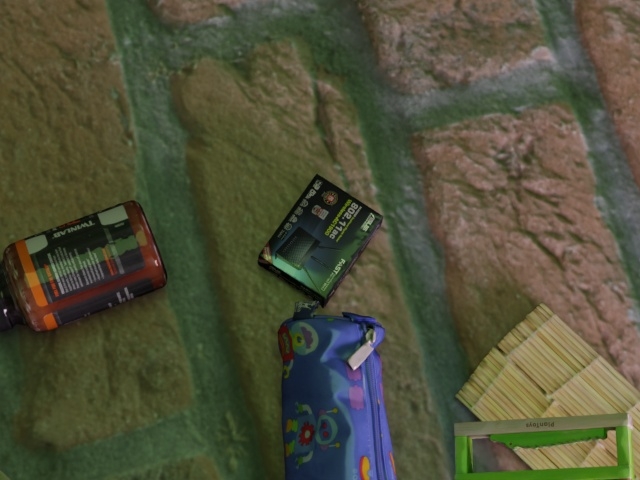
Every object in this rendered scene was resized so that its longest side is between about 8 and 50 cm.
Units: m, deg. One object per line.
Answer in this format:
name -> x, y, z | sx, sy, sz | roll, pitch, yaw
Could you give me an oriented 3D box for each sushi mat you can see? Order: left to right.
sushi mat -> 0.307, 0.223, 1.798 | 0.316, 0.019, 0.151 | 43, 77, 12

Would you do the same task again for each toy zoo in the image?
toy zoo -> 0.237, 0.332, 1.720 | 0.192, 0.030, 0.293 | -6, 73, 18

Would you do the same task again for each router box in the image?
router box -> 0.000, 0.000, 1.849 | 0.092, 0.038, 0.122 | 32, 74, 7

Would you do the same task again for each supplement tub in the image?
supplement tub -> -0.274, 0.035, 1.793 | 0.197, 0.106, 0.106 | -20, 74, -9

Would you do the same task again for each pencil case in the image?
pencil case -> 0.024, 0.220, 1.733 | 0.119, 0.133, 0.306 | 7, 70, -34

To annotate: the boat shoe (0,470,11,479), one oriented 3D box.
boat shoe -> -0.276, 0.315, 1.665 | 0.302, 0.109, 0.094 | 26, 64, 31
